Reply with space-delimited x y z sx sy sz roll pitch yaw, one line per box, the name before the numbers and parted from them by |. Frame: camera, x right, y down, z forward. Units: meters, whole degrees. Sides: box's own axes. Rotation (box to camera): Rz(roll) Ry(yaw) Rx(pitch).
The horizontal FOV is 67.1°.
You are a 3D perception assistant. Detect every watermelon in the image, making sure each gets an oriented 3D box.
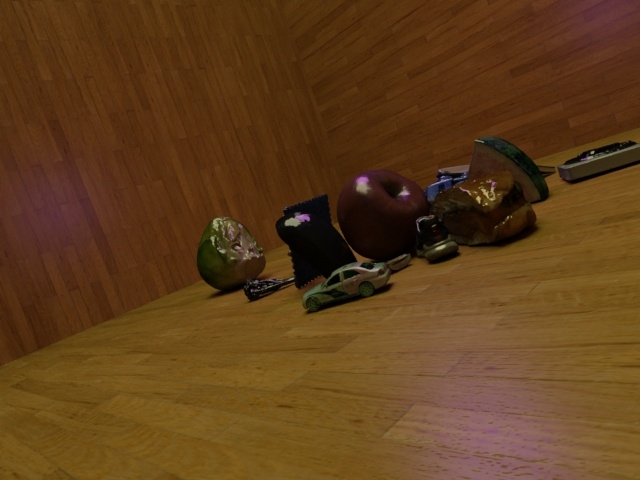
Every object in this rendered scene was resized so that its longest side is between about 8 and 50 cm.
watermelon | 0.606 -0.231 1.666 0.292 0.251 0.283 -15 1 27

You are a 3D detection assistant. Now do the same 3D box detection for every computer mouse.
computer mouse | 0.000 0.000 1.417 0.100 0.269 0.170 -50 -3 28

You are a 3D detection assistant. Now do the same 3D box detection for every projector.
projector | 0.982 -0.285 1.692 0.258 0.079 0.257 -17 5 21

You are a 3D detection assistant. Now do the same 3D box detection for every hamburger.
hamburger | 0.439 -0.092 1.258 0.208 0.162 0.330 -22 0 -9

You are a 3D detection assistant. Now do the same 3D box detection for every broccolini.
broccolini | -0.165 0.162 1.667 0.202 0.068 0.091 -5 15 -8

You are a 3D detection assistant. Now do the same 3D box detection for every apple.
apple | 0.185 -0.076 1.476 0.305 0.305 0.235 -24 -31 -45

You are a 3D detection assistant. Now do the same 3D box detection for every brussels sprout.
brussels sprout | -0.409 0.074 2.207 0.275 0.315 0.371 9 21 -41

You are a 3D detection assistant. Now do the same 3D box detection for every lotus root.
lotus root | 0.201 0.062 1.268 0.083 0.030 0.037 -21 2 -28

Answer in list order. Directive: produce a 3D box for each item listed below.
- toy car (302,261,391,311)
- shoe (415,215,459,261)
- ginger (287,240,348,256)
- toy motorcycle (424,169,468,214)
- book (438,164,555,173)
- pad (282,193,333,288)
toy car | 0.055 0.103 1.145 0.224 0.076 0.090 -18 6 19
shoe | 0.294 -0.015 1.270 0.099 0.112 0.227 -21 6 5
ginger | -0.010 0.008 2.041 0.236 0.166 0.375 -28 9 11
toy motorcycle | 0.516 -0.159 1.944 0.318 0.241 0.182 -11 49 29
book | 0.785 -0.309 2.153 0.427 0.039 0.300 -2 2 -28
pad | -0.026 -0.005 1.603 0.012 0.269 0.269 -1 16 34
